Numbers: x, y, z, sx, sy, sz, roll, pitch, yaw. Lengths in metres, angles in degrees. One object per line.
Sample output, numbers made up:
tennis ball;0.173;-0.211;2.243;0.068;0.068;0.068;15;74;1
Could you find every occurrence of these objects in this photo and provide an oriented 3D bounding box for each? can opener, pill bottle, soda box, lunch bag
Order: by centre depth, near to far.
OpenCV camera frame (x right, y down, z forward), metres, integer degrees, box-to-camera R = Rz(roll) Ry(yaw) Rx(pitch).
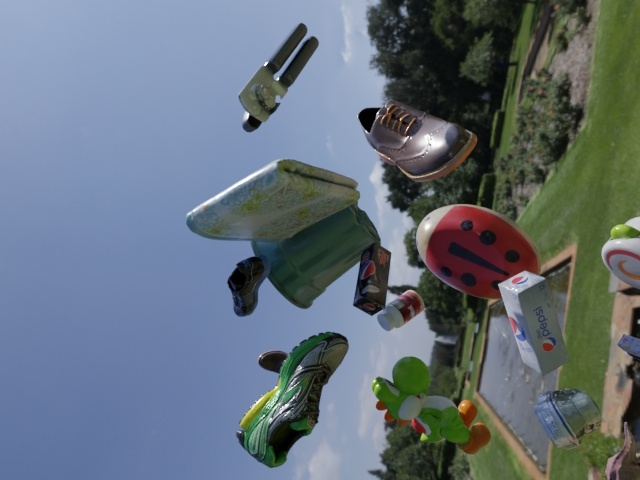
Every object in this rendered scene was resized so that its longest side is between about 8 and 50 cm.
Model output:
can opener;-0.093;-0.348;0.930;0.074;0.093;0.280;42;-120;-26
soda box;0.125;0.089;1.060;0.053;0.060;0.169;-39;28;43
soda box;0.614;0.237;1.278;0.286;0.098;0.091;66;173;-17
lunch bag;0.939;0.322;1.315;0.053;0.083;0.071;-60;25;-3
pill bottle;0.264;0.235;1.475;0.152;0.086;0.086;-29;-45;-26

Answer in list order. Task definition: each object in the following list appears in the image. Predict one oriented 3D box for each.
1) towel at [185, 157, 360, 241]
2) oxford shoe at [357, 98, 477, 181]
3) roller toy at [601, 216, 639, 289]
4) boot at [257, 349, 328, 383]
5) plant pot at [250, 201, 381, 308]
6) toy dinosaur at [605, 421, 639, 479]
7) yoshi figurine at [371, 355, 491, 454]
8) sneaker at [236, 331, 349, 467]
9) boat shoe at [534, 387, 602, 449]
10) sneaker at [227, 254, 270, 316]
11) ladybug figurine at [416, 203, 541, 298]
towel;-0.108;-0.095;1.160;0.374;0.320;0.090;2;-116;-56
oxford shoe;0.177;-0.218;0.931;0.130;0.133;0.364;-53;25;0
roller toy;0.920;0.035;1.247;0.146;0.191;0.209;-42;-39;-10
boot;-0.110;0.516;1.792;0.207;0.248;0.090;2;75;63
plant pot;0.000;0.000;1.489;0.341;0.334;0.341;51;-166;-19
toy dinosaur;0.862;0.687;1.271;0.127;0.200;0.295;-61;-32;-88
yoshi figurine;0.331;0.464;1.308;0.203;0.362;0.203;-43;22;54
sneaker;-0.035;0.370;1.042;0.343;0.146;0.134;-53;-51;-14
boat shoe;0.476;0.331;0.836;0.302;0.094;0.109;26;-142;-58
sneaker;-0.213;0.130;1.202;0.090;0.081;0.232;-11;-41;-39
ladybug figurine;0.521;0.040;1.519;0.162;0.449;0.305;-4;-65;-55
